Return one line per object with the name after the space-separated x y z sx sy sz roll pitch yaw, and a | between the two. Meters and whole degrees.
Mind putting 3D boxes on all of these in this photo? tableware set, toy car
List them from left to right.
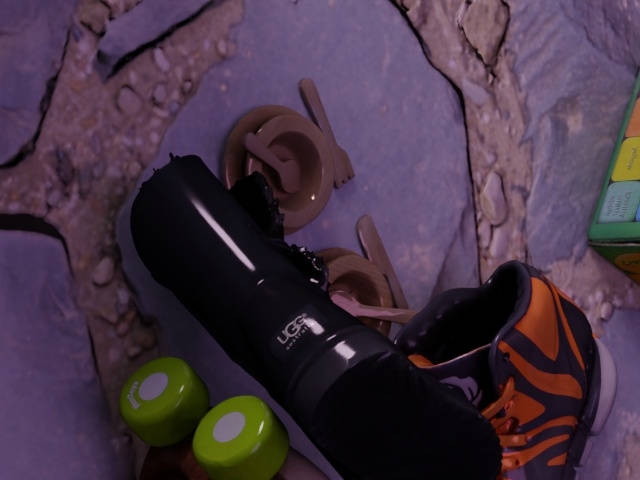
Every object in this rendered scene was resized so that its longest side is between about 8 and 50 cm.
-0.083 0.195 1.001 0.188 0.149 0.155 -49 130 -18 | toy car
0.000 0.000 1.133 0.128 0.039 0.194 -38 113 -35 | tableware set

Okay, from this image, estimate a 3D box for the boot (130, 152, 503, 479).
-0.003 0.064 1.035 0.094 0.207 0.246 -42 143 -1 | boot

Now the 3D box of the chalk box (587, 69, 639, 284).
0.342 -0.041 1.344 0.289 0.179 0.180 35 68 -34 | chalk box

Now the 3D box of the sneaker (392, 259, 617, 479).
0.098 0.157 1.148 0.180 0.124 0.321 48 48 -44 | sneaker
